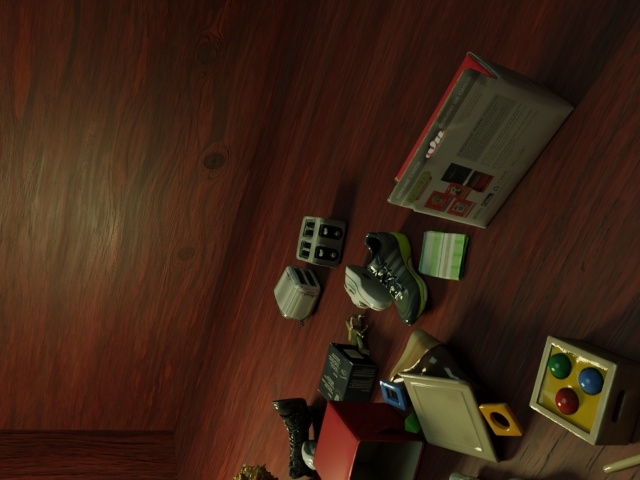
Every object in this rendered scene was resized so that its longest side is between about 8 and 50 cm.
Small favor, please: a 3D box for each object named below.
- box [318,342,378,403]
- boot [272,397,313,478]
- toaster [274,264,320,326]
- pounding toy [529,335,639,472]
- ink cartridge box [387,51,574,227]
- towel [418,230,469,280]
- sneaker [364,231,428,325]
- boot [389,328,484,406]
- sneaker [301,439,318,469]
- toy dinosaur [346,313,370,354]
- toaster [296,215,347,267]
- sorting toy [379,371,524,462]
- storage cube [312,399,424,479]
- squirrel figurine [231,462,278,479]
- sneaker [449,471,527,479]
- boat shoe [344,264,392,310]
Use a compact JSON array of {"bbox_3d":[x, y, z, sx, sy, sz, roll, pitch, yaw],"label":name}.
[{"bbox_3d":[0.078,0.406,1.463,0.156,0.093,0.159,29,106,64],"label":"box"},{"bbox_3d":[-0.078,0.639,1.595,0.091,0.263,0.229,-13,56,19],"label":"boot"},{"bbox_3d":[-0.084,0.196,1.855,0.147,0.129,0.227,-66,27,22],"label":"toaster"},{"bbox_3d":[0.431,0.268,0.760,0.206,0.094,0.181,23,101,65],"label":"pounding toy"},{"bbox_3d":[0.298,-0.202,1.022,0.310,0.271,0.130,-62,30,32],"label":"ink cartridge box"},{"bbox_3d":[0.302,0.036,1.222,0.152,0.023,0.113,9,91,63],"label":"towel"},{"bbox_3d":[0.188,0.094,1.317,0.111,0.121,0.300,-59,32,38],"label":"sneaker"},{"bbox_3d":[0.253,0.347,1.123,0.207,0.090,0.249,47,139,45],"label":"boot"},{"bbox_3d":[0.039,0.610,1.464,0.268,0.101,0.153,7,86,60],"label":"sneaker"},{"bbox_3d":[0.102,0.270,1.513,0.183,0.053,0.093,-125,49,-57],"label":"toy dinosaur"},{"bbox_3d":[0.000,0.000,1.772,0.185,0.110,0.168,13,91,66],"label":"toaster"},{"bbox_3d":[0.270,0.353,1.024,0.347,0.047,0.196,-11,106,54],"label":"sorting toy"},{"bbox_3d":[0.114,0.527,1.232,0.193,0.183,0.215,-153,74,-66],"label":"storage cube"},{"bbox_3d":[-0.172,0.872,1.478,0.397,0.370,0.281,35,113,63],"label":"squirrel figurine"},{"bbox_3d":[0.297,0.496,0.960,0.262,0.099,0.121,-57,28,37],"label":"sneaker"},{"bbox_3d":[0.129,0.155,1.456,0.267,0.096,0.088,-137,57,-63],"label":"boat shoe"}]
